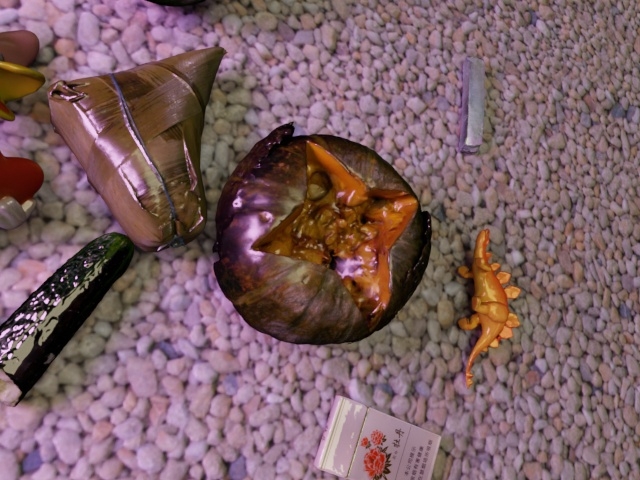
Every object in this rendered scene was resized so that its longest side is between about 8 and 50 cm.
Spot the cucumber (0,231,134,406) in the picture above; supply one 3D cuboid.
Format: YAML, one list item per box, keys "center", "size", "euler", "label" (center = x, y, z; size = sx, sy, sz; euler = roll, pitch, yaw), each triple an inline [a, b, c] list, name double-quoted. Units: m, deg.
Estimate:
- center: [-0.323, 0.083, 0.587]
  size: [0.074, 0.074, 0.241]
  euler: [38, 66, -12]
  label: "cucumber"

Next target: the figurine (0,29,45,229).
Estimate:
- center: [-0.427, -0.088, 0.541]
  size: [0.194, 0.154, 0.420]
  euler: [16, 79, 18]
  label: "figurine"

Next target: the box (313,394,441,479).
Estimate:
- center: [0.094, 0.328, 0.742]
  size: [0.199, 0.029, 0.109]
  euler: [27, 70, -17]
  label: "box"

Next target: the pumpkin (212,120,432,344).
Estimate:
- center: [0.000, 0.000, 0.679]
  size: [0.321, 0.192, 0.320]
  euler: [6, 75, -25]
  label: "pumpkin"

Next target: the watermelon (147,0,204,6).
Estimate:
- center: [-0.214, -0.456, 0.654]
  size: [0.243, 0.242, 0.242]
  euler: [5, 77, -23]
  label: "watermelon"

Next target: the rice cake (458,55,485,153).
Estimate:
- center: [0.305, -0.275, 0.956]
  size: [0.043, 0.034, 0.210]
  euler: [10, 76, -13]
  label: "rice cake"

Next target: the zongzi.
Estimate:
- center: [-0.186, -0.135, 0.666]
  size: [0.274, 0.125, 0.250]
  euler: [-33, 93, -31]
  label: "zongzi"

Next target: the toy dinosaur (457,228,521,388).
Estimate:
- center: [0.309, 0.122, 0.861]
  size: [0.117, 0.070, 0.287]
  euler: [6, 82, -23]
  label: "toy dinosaur"
